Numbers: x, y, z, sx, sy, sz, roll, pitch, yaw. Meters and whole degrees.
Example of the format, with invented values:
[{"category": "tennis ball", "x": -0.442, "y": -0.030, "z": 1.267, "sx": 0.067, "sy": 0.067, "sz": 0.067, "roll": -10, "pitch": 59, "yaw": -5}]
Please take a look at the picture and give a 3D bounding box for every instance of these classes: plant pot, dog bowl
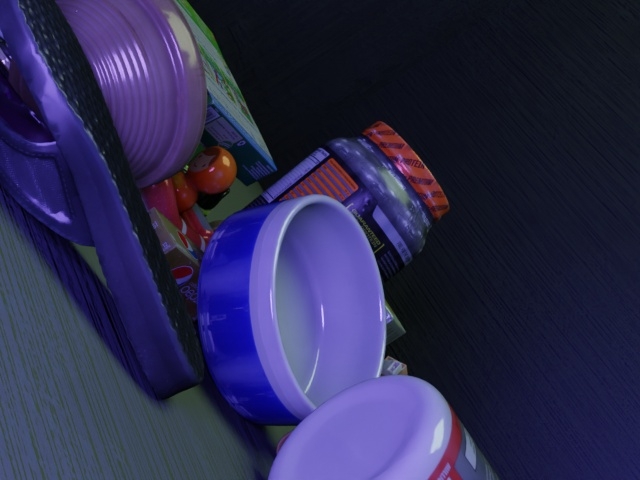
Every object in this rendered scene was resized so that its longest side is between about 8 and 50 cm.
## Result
[{"category": "plant pot", "x": -0.239, "y": -0.157, "z": 1.075, "sx": 0.109, "sy": 0.237, "sz": 0.237, "roll": -27, "pitch": 82, "yaw": -48}, {"category": "dog bowl", "x": -0.027, "y": 0.084, "z": 1.229, "sx": 0.265, "sy": 0.104, "sz": 0.265, "roll": 23, "pitch": 63, "yaw": -56}]

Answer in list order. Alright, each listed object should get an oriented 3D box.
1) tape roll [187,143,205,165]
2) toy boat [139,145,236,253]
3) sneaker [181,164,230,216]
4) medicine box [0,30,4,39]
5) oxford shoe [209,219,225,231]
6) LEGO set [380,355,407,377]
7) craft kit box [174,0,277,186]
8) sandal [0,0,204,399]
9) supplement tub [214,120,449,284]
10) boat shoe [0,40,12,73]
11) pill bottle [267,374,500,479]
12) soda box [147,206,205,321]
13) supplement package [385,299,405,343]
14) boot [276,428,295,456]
[{"category": "tape roll", "x": -0.303, "y": -0.255, "z": 2.176, "sx": 0.321, "sy": 0.077, "sz": 0.321, "roll": 56, "pitch": 2, "yaw": -3}, {"category": "toy boat", "x": -0.170, "y": -0.062, "z": 1.275, "sx": 0.151, "sy": 0.151, "sz": 0.231, "roll": 57, "pitch": 2, "yaw": 25}, {"category": "sneaker", "x": -0.210, "y": -0.105, "z": 1.733, "sx": 0.084, "sy": 0.097, "sz": 0.235, "roll": 56, "pitch": 2, "yaw": 13}, {"category": "medicine box", "x": -0.341, "y": -0.323, "z": 1.399, "sx": 0.263, "sy": 0.149, "sz": 0.289, "roll": 58, "pitch": 3, "yaw": 39}, {"category": "oxford shoe", "x": -0.095, "y": 0.009, "z": 1.767, "sx": 0.076, "sy": 0.212, "sz": 0.076, "roll": 65, "pitch": -32, "yaw": 34}, {"category": "LEGO set", "x": 0.063, "y": 0.291, "z": 1.492, "sx": 0.107, "sy": 0.132, "sz": 0.287, "roll": 61, "pitch": 23, "yaw": -18}, {"category": "craft kit box", "x": -0.160, "y": -0.219, "z": 1.362, "sx": 0.247, "sy": 0.060, "sz": 0.250, "roll": 68, "pitch": 8, "yaw": 21}, {"category": "sandal", "x": -0.230, "y": -0.060, "z": 0.919, "sx": 0.167, "sy": 0.107, "sz": 0.446, "roll": -111, "pitch": 180, "yaw": -85}, {"category": "supplement tub", "x": 0.000, "y": 0.000, "z": 1.464, "sx": 0.207, "sy": 0.338, "sz": 0.207, "roll": 52, "pitch": -3, "yaw": 3}, {"category": "boat shoe", "x": -0.335, "y": -0.213, "z": 1.210, "sx": 0.056, "sy": 0.049, "sz": 0.152, "roll": 56, "pitch": 2, "yaw": -7}, {"category": "pill bottle", "x": 0.121, "y": 0.335, "z": 1.100, "sx": 0.363, "sy": 0.210, "sz": 0.210, "roll": 55, "pitch": 3, "yaw": -22}, {"category": "soda box", "x": -0.166, "y": 0.031, "z": 1.196, "sx": 0.058, "sy": 0.061, "sz": 0.181, "roll": 57, "pitch": 2, "yaw": 24}, {"category": "supplement package", "x": 0.006, "y": 0.122, "z": 1.824, "sx": 0.199, "sy": 0.198, "sz": 0.263, "roll": 56, "pitch": 2, "yaw": 13}, {"category": "boot", "x": 0.002, "y": 0.255, "z": 1.319, "sx": 0.152, "sy": 0.197, "sz": 0.073, "roll": -3, "pitch": -96, "yaw": 58}]
